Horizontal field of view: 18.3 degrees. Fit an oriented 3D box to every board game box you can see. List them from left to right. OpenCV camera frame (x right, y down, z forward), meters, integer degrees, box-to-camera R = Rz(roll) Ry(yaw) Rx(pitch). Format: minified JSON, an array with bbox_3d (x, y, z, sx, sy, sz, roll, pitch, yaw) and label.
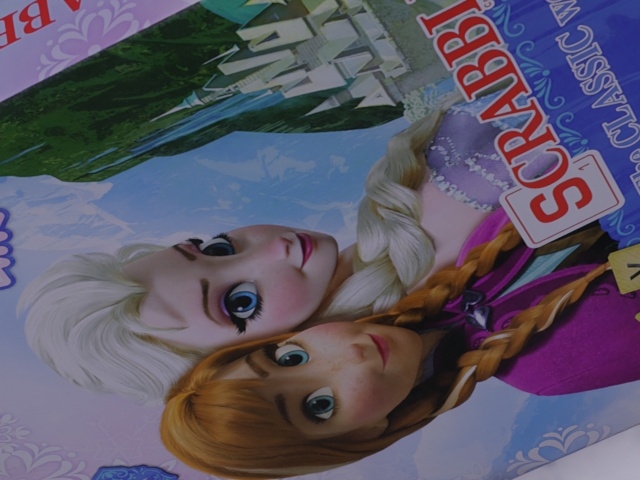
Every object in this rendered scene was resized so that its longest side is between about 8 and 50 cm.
[{"bbox_3d":[0.000,0.000,0.741,0.318,0.319,0.066,-26,48,12],"label":"board game box"}]
